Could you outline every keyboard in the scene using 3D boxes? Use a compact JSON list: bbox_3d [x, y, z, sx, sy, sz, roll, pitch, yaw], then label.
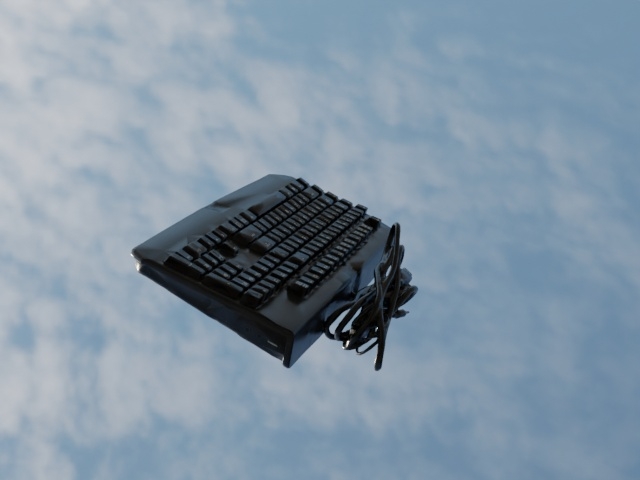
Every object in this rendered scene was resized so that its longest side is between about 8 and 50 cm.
[{"bbox_3d":[0.000,0.000,0.577,0.100,0.038,0.192,31,-161,6],"label":"keyboard"}]
